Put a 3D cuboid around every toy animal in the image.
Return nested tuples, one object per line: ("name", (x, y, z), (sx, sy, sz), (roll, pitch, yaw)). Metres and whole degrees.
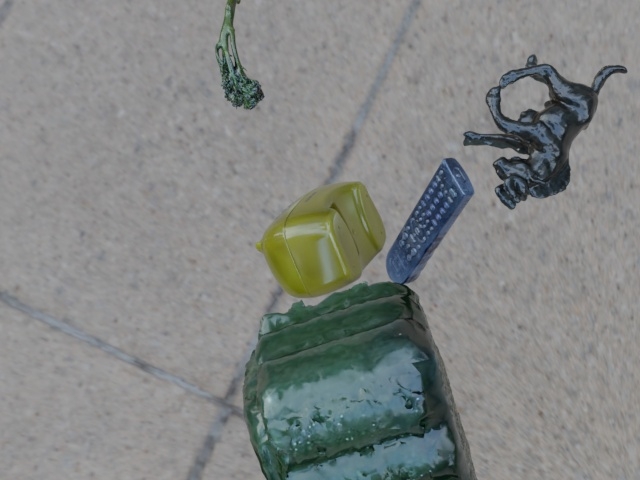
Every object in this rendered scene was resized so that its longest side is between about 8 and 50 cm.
("toy animal", (0.278, -0.146, 1.561), (0.148, 0.084, 0.233), (38, 75, 11))

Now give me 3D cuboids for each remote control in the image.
("remote control", (0.099, -0.013, 1.156), (0.027, 0.152, 0.044), (-4, 55, -25))

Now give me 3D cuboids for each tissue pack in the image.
("tissue pack", (0.000, 0.000, 1.653), (0.127, 0.178, 0.123), (-17, 105, 27))

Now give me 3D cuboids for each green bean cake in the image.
("green bean cake", (0.046, 0.176, 1.139), (0.169, 0.308, 0.300), (-16, 113, 6))

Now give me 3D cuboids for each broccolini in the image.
("broccolini", (-0.092, -0.238, 1.404), (0.054, 0.052, 0.194), (-12, 71, 43))
